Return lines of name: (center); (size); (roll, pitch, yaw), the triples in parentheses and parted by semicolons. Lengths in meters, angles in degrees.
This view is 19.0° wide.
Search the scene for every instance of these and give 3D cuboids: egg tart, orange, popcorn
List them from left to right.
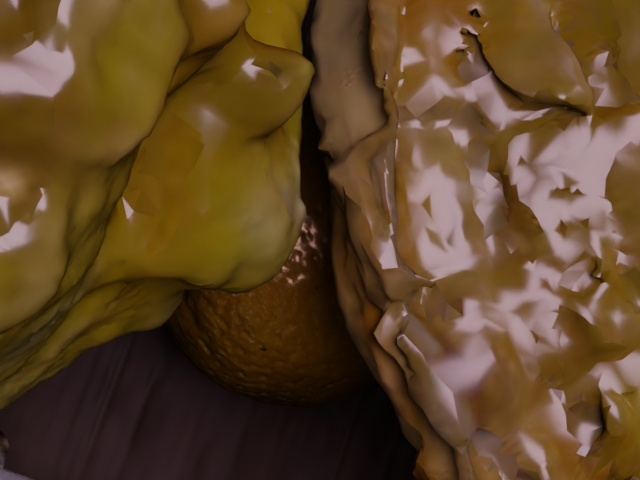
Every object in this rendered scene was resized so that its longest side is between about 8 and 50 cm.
popcorn: (-0.082, -0.039, 0.405); (0.197, 0.197, 0.155); (-55, 133, -17)
orange: (0.000, 0.000, 0.504); (0.095, 0.085, 0.085); (-21, 90, -32)
egg tart: (0.126, -0.024, 0.490); (0.295, 0.116, 0.295); (15, 67, -39)

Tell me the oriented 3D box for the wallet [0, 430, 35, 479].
wallet: (-0.139, 0.106, 0.451); (0.231, 0.069, 0.170); (27, 65, -24)
